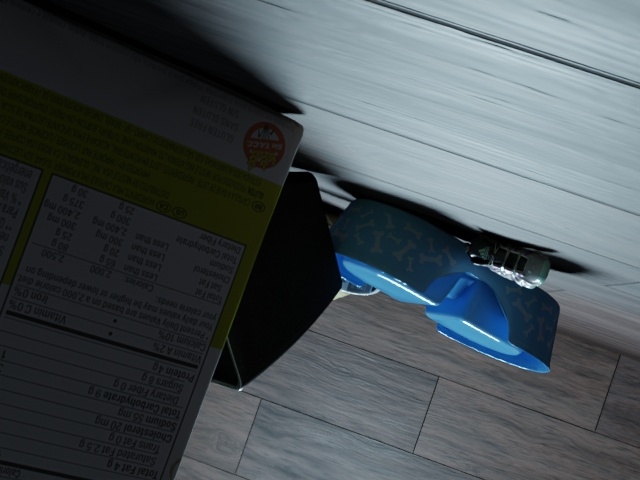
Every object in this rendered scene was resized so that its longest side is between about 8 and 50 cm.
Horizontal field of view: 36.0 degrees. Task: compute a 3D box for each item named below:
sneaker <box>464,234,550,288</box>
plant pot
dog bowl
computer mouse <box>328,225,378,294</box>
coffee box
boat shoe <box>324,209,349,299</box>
[{"bbox_3d":[0.173,0.017,0.960,0.069,0.038,0.098,20,177,-22],"label":"sneaker"},{"bbox_3d":[-0.090,0.016,0.984,0.167,0.188,0.188,-25,-161,-35],"label":"plant pot"},{"bbox_3d":[0.134,0.048,1.073,0.297,0.074,0.166,29,170,-17],"label":"dog bowl"},{"bbox_3d":[-0.010,0.012,1.171,0.192,0.106,0.042,19,-157,2],"label":"computer mouse"},{"bbox_3d":[-0.278,0.004,0.704,0.338,0.335,0.337,21,177,-30],"label":"coffee box"},{"bbox_3d":[0.000,0.000,1.349,0.110,0.122,0.341,-19,164,17],"label":"boat shoe"}]
